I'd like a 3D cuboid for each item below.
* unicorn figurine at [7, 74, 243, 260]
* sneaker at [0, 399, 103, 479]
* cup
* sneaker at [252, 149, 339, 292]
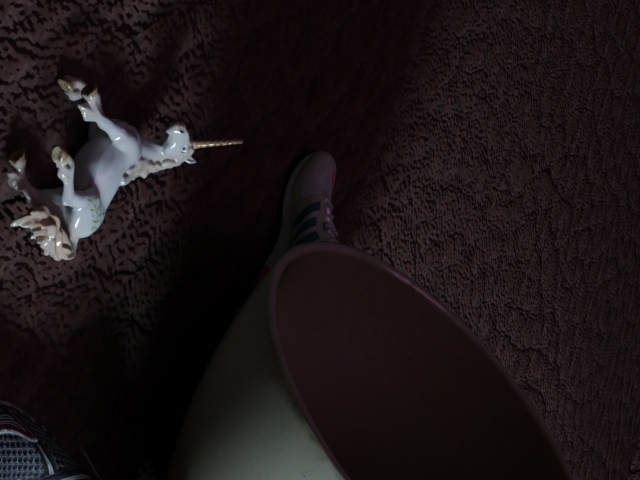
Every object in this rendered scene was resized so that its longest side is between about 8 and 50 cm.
[{"bbox_3d":[-0.143,-0.054,0.767,0.162,0.060,0.111,-49,142,-17],"label":"unicorn figurine"},{"bbox_3d":[-0.154,0.209,0.750,0.299,0.112,0.121,59,45,-37],"label":"sneaker"},{"bbox_3d":[0.012,0.201,0.883,0.237,0.331,0.331,-44,161,24],"label":"cup"},{"bbox_3d":[0.000,0.000,1.004,0.057,0.075,0.161,41,64,-57],"label":"sneaker"}]
